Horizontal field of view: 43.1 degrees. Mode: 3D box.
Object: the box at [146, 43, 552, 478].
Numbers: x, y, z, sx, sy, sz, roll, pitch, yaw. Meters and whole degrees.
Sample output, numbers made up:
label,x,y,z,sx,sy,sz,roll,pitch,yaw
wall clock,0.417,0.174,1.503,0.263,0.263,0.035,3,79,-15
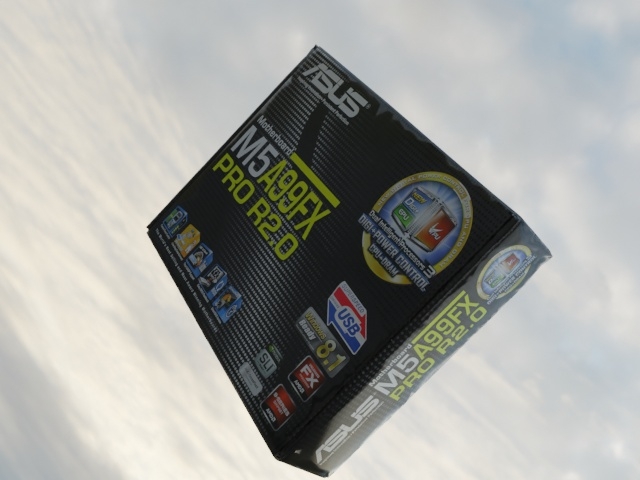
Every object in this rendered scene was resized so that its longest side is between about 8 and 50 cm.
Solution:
label,x,y,z,sx,sy,sz,roll,pitch,yaw
box,0.000,0.000,0.602,0.060,0.216,0.270,36,11,-46
